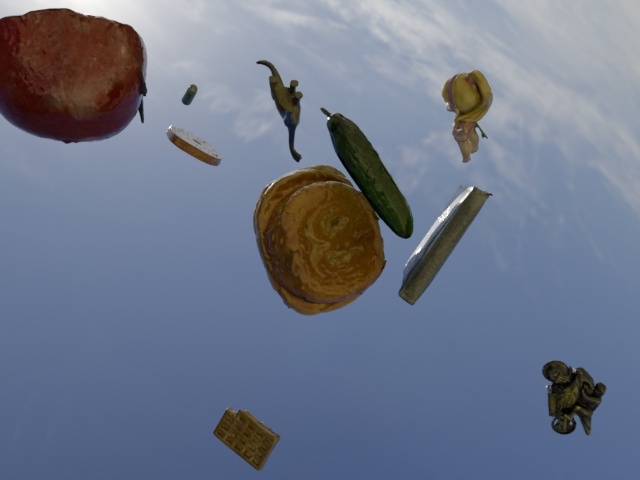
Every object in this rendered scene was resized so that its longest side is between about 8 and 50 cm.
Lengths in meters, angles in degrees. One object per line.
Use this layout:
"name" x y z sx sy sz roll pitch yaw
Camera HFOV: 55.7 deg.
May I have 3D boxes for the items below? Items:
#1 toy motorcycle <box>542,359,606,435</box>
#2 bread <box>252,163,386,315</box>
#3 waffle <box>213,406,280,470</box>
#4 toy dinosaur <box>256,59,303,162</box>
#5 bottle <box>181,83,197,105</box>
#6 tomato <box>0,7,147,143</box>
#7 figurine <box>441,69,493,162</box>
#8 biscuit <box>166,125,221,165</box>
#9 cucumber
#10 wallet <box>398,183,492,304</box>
"toy motorcycle" 0.550 0.338 1.302 0.061 0.124 0.194 -58 -45 -64
"bread" -0.003 0.001 0.965 0.198 0.120 0.236 -23 -82 -25
"waffle" -0.158 0.411 1.279 0.135 0.092 0.021 33 -170 20
"toy dinosaur" -0.103 -0.352 1.622 0.075 0.188 0.248 -27 -107 -23
"bottle" -0.373 -0.416 1.727 0.030 0.083 0.030 7 -107 -25
"tomato" -0.439 -0.249 1.041 0.308 0.309 0.170 8 -116 -39
"figurine" 0.249 -0.207 1.010 0.187 0.083 0.083 69 -164 -47
"biscuit" -0.311 -0.232 1.501 0.142 0.029 0.221 36 -171 0
"cucumber" 0.071 -0.107 0.898 0.056 0.056 0.250 -12 -114 -47
"wallet" 0.160 -0.002 0.808 0.036 0.167 0.222 35 -170 6
